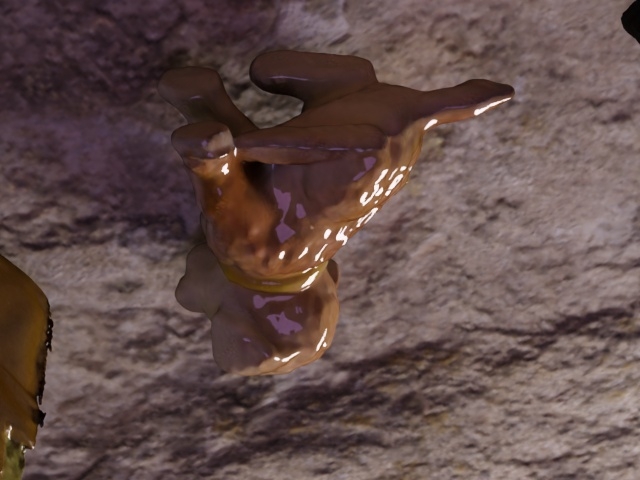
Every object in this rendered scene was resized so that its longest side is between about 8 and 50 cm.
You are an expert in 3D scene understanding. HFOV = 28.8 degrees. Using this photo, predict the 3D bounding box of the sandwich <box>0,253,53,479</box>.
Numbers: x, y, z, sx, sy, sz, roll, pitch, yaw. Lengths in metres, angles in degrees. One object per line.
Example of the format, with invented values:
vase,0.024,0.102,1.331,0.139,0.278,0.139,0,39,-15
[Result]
sandwich,-0.239,0.065,0.618,0.108,0.220,0.186,-34,124,18

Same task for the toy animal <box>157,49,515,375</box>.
toy animal,0.009,-0.004,0.680,0.183,0.104,0.185,-4,123,-5

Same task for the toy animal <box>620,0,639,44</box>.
toy animal,0.262,-0.085,0.637,0.269,0.137,0.082,17,119,-26
